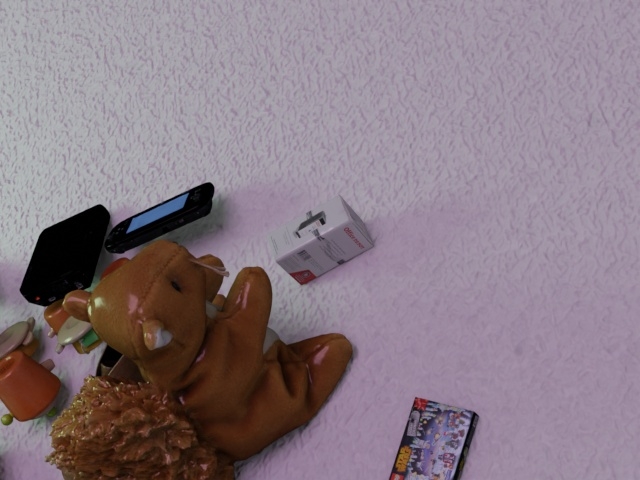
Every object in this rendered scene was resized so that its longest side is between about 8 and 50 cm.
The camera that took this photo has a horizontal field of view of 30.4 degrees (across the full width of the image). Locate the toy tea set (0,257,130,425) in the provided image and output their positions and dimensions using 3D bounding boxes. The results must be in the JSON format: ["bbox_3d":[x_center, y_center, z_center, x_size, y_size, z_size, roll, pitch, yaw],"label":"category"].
[{"bbox_3d":[-0.406,0.175,1.965,0.336,0.124,0.200,-32,27,14],"label":"toy tea set"}]

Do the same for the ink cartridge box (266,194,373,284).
[{"bbox_3d":[0.000,0.000,1.831,0.135,0.099,0.056,-28,56,11],"label":"ink cartridge box"}]

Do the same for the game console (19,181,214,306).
[{"bbox_3d":[-0.338,-0.016,1.988,0.361,0.044,0.213,-23,31,14],"label":"game console"}]

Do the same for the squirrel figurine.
[{"bbox_3d":[-0.209,0.194,1.675,0.281,0.370,0.397,25,79,33],"label":"squirrel figurine"}]

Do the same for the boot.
[{"bbox_3d":[-0.339,0.247,1.873,0.112,0.115,0.305,23,79,31],"label":"boot"}]

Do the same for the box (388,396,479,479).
[{"bbox_3d":[0.157,0.296,1.652,0.094,0.027,0.137,9,71,31],"label":"box"}]
